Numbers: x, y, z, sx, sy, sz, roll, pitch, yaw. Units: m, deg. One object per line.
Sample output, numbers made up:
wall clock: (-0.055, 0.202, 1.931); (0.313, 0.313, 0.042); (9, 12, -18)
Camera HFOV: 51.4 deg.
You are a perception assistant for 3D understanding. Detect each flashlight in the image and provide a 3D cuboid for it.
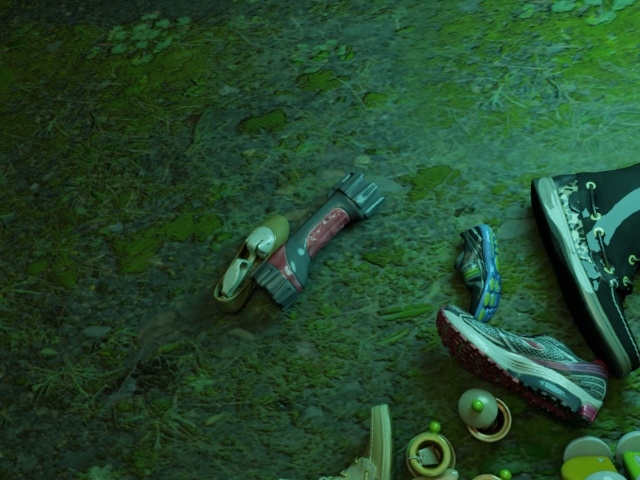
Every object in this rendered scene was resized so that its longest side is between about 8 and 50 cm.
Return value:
flashlight: (0.000, 0.000, 1.303); (0.304, 0.103, 0.103); (-43, 25, -10)

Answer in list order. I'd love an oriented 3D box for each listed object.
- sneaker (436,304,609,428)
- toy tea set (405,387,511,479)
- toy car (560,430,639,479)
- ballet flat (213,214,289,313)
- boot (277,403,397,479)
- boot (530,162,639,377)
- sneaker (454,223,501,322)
sneaker: (0.333, 0.196, 1.128); (0.299, 0.121, 0.112); (30, 68, 16)
toy tea set: (0.216, 0.402, 1.058); (0.199, 0.124, 0.336); (1, 68, 15)
toy car: (0.462, 0.381, 1.009); (0.181, 0.159, 0.136); (-9, 101, 10)
ballet flat: (-0.136, 0.039, 1.331); (0.080, 0.073, 0.232); (23, 75, 24)
boot: (0.026, 0.404, 1.122); (0.203, 0.095, 0.262); (2, 78, 15)
boot: (0.549, 0.020, 1.135); (0.284, 0.138, 0.378); (-17, 59, 7)
sneaker: (0.287, 0.063, 1.227); (0.078, 0.067, 0.188); (-11, 65, 33)
